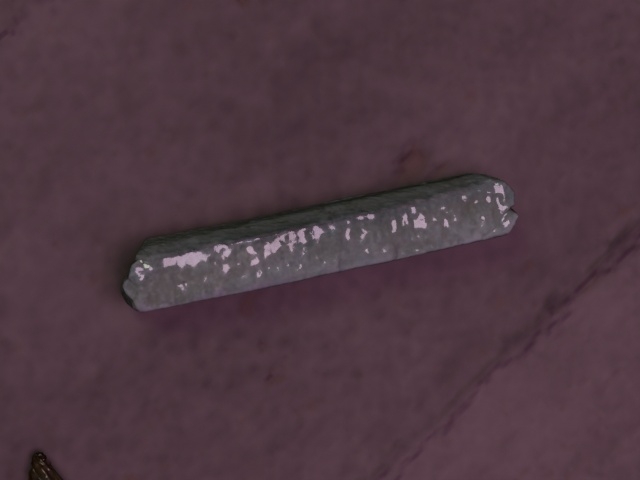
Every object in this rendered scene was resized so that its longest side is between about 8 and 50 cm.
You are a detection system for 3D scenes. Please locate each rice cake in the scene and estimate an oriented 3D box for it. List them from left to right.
[{"bbox_3d":[0.000,0.000,0.642,0.170,0.033,0.029,-13,106,-19],"label":"rice cake"}]

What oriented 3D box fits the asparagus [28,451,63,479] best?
[{"bbox_3d":[-0.088,0.196,0.647,0.022,0.023,0.233,-32,115,-61],"label":"asparagus"}]
